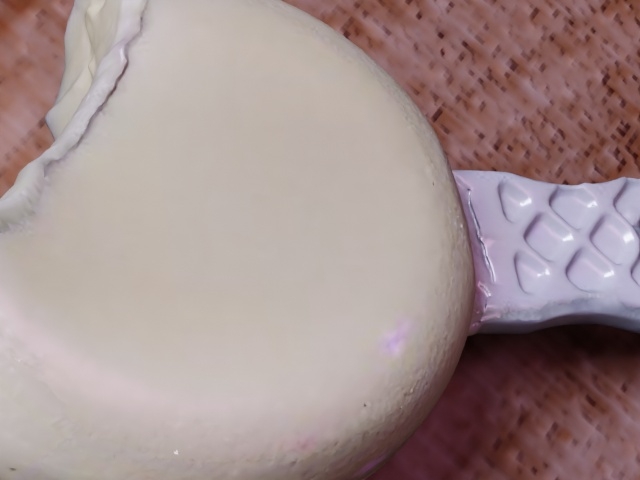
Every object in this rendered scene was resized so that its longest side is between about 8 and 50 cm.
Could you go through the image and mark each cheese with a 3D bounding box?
[{"bbox_3d":[0.004,0.019,0.499,0.249,0.071,0.163,20,58,-15],"label":"cheese"}]
